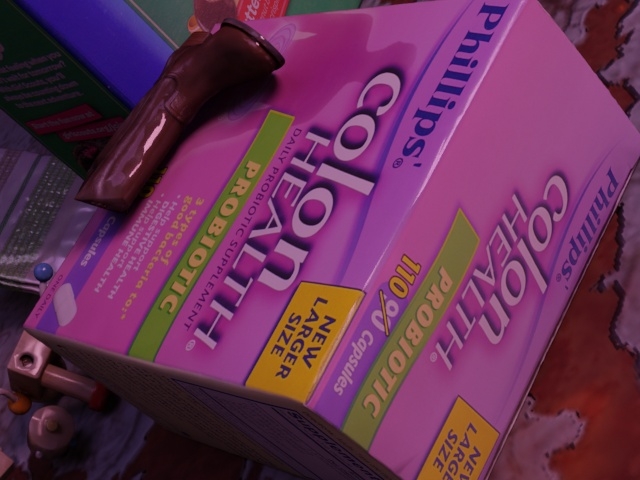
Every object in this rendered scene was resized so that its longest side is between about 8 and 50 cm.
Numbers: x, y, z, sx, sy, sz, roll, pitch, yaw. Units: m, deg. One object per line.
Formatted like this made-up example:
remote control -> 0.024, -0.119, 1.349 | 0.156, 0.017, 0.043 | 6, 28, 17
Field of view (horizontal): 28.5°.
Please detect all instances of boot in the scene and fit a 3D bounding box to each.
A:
boot -> -0.075, -0.057, 0.640 | 0.114, 0.037, 0.106 | -53, 21, -14

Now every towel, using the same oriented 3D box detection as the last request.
towel -> -0.216, -0.014, 0.907 | 0.152, 0.023, 0.113 | 11, 57, 17

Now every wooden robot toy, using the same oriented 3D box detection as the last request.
wooden robot toy -> -0.171, 0.092, 0.799 | 0.079, 0.076, 0.173 | 122, 171, -62

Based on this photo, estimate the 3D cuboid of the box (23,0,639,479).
box -> 0.000, 0.000, 0.640 | 0.243, 0.117, 0.214 | 8, 62, 49

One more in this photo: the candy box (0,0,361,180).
candy box -> -0.121, -0.196, 0.784 | 0.122, 0.317, 0.268 | -9, 50, 42
